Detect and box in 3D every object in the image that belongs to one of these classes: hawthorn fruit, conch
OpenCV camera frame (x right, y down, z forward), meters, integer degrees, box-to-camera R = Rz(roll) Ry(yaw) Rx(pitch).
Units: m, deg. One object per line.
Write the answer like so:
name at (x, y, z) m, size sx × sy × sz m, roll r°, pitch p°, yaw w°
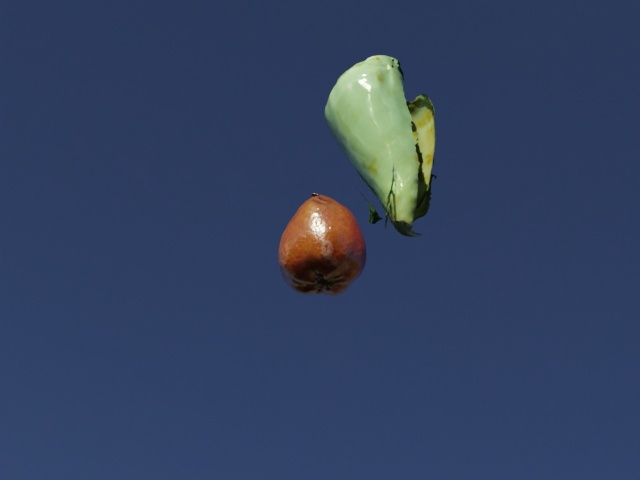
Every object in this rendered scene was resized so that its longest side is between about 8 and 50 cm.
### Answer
hawthorn fruit at (0.000, 0.000, 1.244) m, size 0.081 × 0.093 × 0.081 m, roll -3°, pitch -30°, yaw -2°
conch at (0.061, -0.073, 1.138) m, size 0.105 × 0.170 × 0.079 m, roll 9°, pitch -35°, yaw -39°
